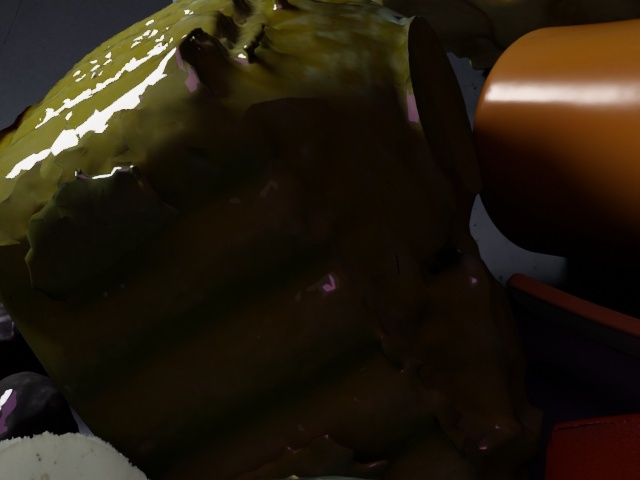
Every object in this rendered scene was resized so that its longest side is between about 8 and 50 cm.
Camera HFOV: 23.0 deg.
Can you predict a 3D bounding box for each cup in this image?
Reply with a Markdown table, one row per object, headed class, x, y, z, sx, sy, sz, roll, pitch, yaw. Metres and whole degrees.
| class | x | y | z | sx | sy | sz | roll | pitch | yaw |
| --- | --- | --- | --- | --- | --- | --- | --- | --- | --- |
| cup | 0.205 | -0.030 | 0.814 | 0.264 | 0.182 | 0.226 | 7 | 55 | 47 |

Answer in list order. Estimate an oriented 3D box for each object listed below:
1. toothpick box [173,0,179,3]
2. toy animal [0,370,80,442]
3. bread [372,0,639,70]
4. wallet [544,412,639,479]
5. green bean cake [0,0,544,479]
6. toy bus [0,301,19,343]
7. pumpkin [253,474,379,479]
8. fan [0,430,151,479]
| class | x | y | z | sx | sy | sz | roll | pitch | yaw |
| --- | --- | --- | --- | --- | --- | --- | --- | --- | --- |
| toothpick box | -0.078 | -0.207 | 1.314 | 0.083 | 0.052 | 0.052 | -12 | 35 | 13 |
| toy animal | -0.274 | 0.188 | 0.830 | 0.168 | 0.106 | 0.343 | 0 | 36 | 31 |
| bread | 0.197 | -0.211 | 1.038 | 0.252 | 0.196 | 0.238 | 5 | 46 | 39 |
| wallet | 0.203 | 0.121 | 0.697 | 0.204 | 0.045 | 0.142 | -10 | 35 | 17 |
| green bean cake | 0.000 | 0.000 | 0.800 | 0.202 | 0.285 | 0.310 | -31 | 17 | 19 |
| toy bus | -0.226 | 0.002 | 1.010 | 0.302 | 0.113 | 0.139 | -12 | 20 | 32 |
| pumpkin | -0.028 | 0.235 | 0.453 | 0.328 | 0.291 | 0.257 | -29 | 19 | -27 |
| fan | -0.065 | 0.212 | 0.671 | 0.329 | 0.190 | 0.009 | 33 | 19 | 33 |
